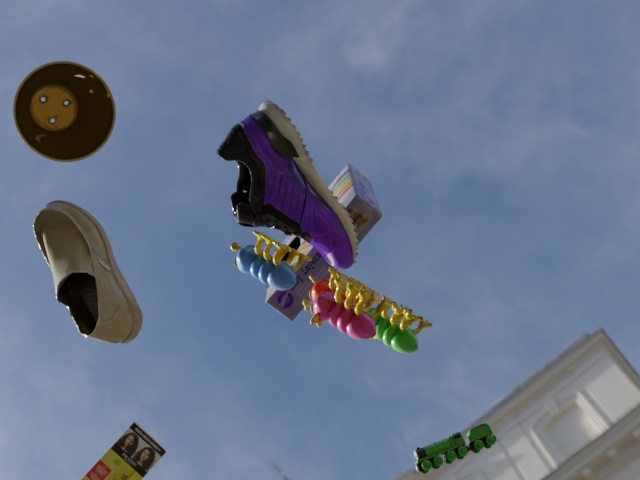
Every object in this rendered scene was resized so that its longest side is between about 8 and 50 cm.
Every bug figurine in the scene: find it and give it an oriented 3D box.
[{"bbox_3d":[0.016,0.075,1.051,0.279,0.216,0.072,29,-92,-56],"label":"bug figurine"}]

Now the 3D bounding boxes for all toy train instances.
[{"bbox_3d":[0.123,0.190,0.755,0.083,0.024,0.017,-16,-26,-16],"label":"toy train"}]

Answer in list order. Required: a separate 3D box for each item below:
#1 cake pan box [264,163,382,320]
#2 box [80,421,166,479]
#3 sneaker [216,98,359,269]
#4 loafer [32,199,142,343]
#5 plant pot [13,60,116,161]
[{"bbox_3d":[0.000,0.000,1.520,0.070,0.246,0.267,37,-75,-10],"label":"cake pan box"},{"bbox_3d":[-0.389,0.445,1.490,0.087,0.058,0.232,42,-107,3],"label":"box"},{"bbox_3d":[-0.061,-0.055,1.255,0.146,0.102,0.293,-37,-67,-13],"label":"sneaker"},{"bbox_3d":[-0.378,0.046,1.294,0.102,0.092,0.269,-43,-106,21],"label":"loafer"},{"bbox_3d":[-0.362,-0.182,1.141,0.134,0.095,0.134,-7,-75,-26],"label":"plant pot"}]
